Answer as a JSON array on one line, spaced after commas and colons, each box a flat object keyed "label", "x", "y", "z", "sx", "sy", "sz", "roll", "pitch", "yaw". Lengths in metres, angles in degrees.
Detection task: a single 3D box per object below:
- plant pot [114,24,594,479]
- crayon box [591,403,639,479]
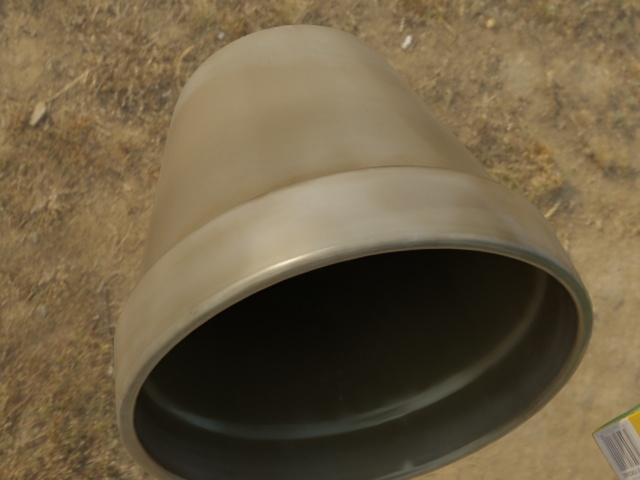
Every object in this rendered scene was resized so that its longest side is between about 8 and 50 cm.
[{"label": "plant pot", "x": 0.000, "y": 0.000, "z": 0.705, "sx": 0.323, "sy": 0.323, "sz": 0.280, "roll": 7, "pitch": 46, "yaw": -25}, {"label": "crayon box", "x": 0.282, "y": 0.133, "z": 0.520, "sx": 0.081, "sy": 0.278, "sz": 0.165, "roll": -24, "pitch": 73, "yaw": -19}]
